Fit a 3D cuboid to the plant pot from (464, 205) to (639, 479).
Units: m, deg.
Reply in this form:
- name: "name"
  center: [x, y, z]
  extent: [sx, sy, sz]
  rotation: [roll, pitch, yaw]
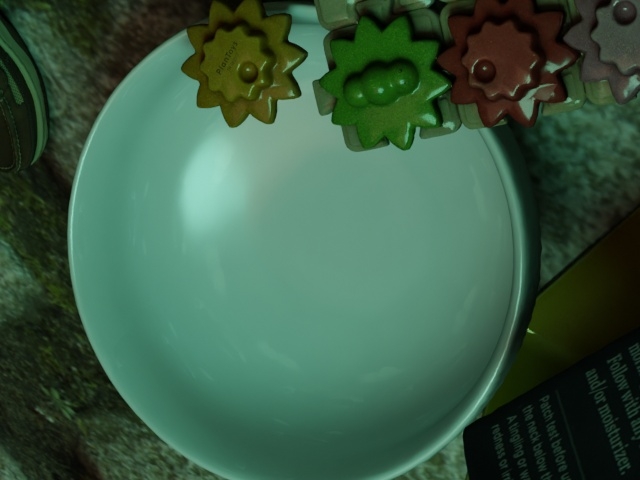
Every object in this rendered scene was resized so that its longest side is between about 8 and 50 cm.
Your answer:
- name: "plant pot"
  center: [0.239, 0.131, 1.005]
  extent: [0.187, 0.212, 0.212]
  rotation: [30, 140, -10]

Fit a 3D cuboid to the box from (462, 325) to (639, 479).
- name: "box"
  center: [0.402, 0.218, 0.745]
  extent: [0.472, 0.297, 0.480]
  rotation: [-32, 113, 15]

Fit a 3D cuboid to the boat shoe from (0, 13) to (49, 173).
- name: "boat shoe"
  center: [-0.297, -0.149, 1.164]
  extent: [0.095, 0.095, 0.257]
  rotation: [8, 133, 27]

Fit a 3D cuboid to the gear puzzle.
- name: "gear puzzle"
  center: [0.057, -0.144, 0.877]
  extent: [0.339, 0.044, 0.175]
  rotation: [-10, 96, 25]

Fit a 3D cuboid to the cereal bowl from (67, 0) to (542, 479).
- name: "cereal bowl"
  center: [0.000, 0.000, 1.029]
  extent: [0.339, 0.141, 0.339]
  rotation: [4, 101, 24]
